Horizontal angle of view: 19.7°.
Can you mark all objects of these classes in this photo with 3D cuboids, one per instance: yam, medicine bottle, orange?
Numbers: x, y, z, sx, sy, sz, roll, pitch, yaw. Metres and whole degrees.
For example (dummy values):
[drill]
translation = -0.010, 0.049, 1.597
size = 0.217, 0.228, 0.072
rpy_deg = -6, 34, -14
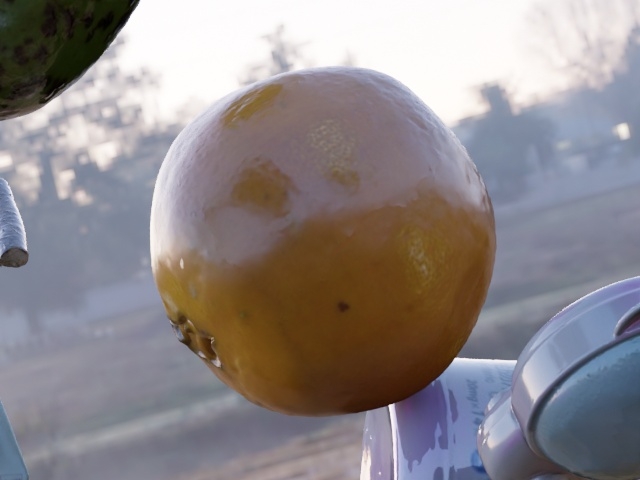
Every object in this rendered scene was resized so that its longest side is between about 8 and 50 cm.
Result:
[yam]
translation = -0.300, -0.017, 1.762
size = 0.032, 0.032, 0.145
rpy_deg = -14, 32, -10
[medicine bottle]
translation = 0.209, 0.239, 1.715
size = 0.324, 0.256, 0.256
rpy_deg = 3, -4, -6
[orange]
translation = 0.000, 0.000, 1.592
size = 0.312, 0.312, 0.312
rpy_deg = -15, -3, -1

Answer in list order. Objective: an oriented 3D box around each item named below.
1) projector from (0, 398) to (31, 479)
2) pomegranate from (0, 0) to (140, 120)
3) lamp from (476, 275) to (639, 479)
[projector]
translation = -0.453, 0.182, 1.866
size = 0.257, 0.259, 0.079
rpy_deg = -21, -14, -10
[pomegranate]
translation = -0.232, -0.199, 1.200
size = 0.254, 0.254, 0.270
rpy_deg = -14, 5, -22
[lamp]
translation = 0.216, 0.121, 1.342
size = 0.179, 0.108, 0.246
rpy_deg = 14, -44, -34
